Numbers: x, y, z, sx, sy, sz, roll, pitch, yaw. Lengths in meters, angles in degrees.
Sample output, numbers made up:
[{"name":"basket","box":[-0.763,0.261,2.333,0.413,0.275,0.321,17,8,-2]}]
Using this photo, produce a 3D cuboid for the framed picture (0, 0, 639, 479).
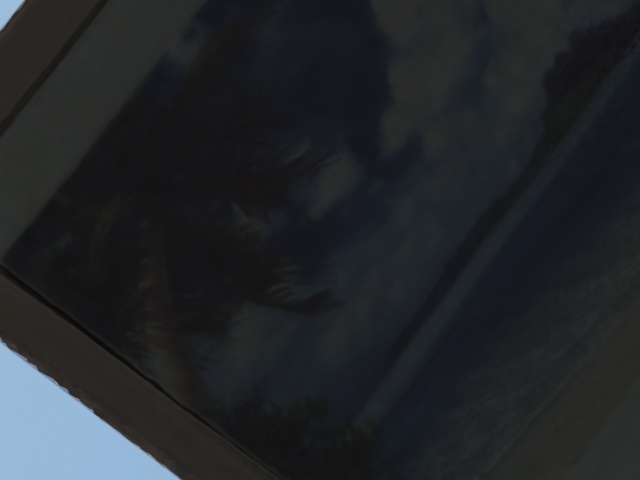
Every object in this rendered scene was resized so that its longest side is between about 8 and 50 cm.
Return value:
[{"name":"framed picture","box":[0.058,-0.057,0.522,0.232,0.024,0.315,37,-96,-4]}]
